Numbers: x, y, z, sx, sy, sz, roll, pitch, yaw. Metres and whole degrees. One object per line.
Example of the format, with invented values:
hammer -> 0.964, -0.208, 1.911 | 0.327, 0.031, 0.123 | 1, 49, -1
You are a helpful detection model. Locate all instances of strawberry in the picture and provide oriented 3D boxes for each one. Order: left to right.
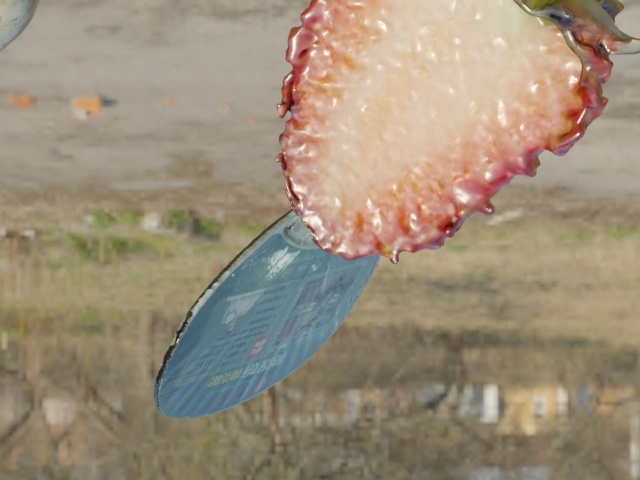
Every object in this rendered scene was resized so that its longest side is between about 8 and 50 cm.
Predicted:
strawberry -> 0.052, -0.094, 0.656 | 0.208, 0.167, 0.087 | -37, -174, 40

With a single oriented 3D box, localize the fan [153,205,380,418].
fan -> 0.003, 0.016, 0.904 | 0.012, 0.294, 0.223 | 41, 179, 23

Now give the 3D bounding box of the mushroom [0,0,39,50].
mushroom -> -0.420, -0.313, 1.504 | 0.189, 0.195, 0.253 | 16, 139, -28
